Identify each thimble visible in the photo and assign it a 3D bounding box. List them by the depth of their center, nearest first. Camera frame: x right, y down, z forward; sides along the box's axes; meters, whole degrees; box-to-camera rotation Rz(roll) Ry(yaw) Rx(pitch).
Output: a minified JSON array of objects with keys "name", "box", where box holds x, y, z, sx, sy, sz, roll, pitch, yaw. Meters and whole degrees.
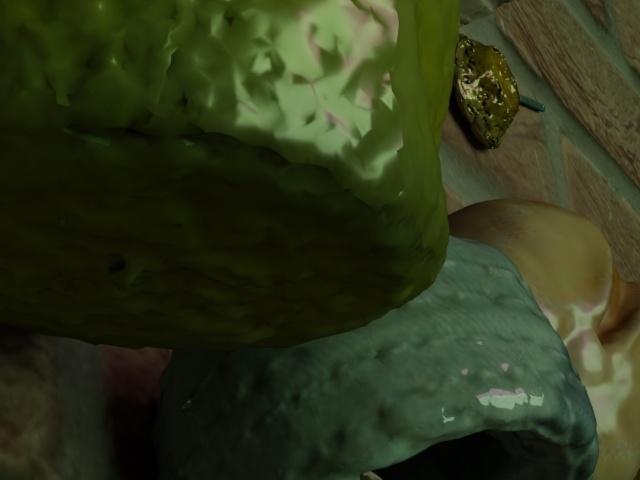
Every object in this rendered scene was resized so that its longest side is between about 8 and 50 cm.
[{"name":"thimble","box":[0.024,0.103,0.971,0.205,0.250,0.172,80,-13,-52]}]

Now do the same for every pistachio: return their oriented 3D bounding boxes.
[{"name":"pistachio","box":[0.137,0.090,1.213,0.309,0.230,0.230,-118,-175,-79]}]

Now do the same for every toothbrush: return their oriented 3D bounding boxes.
[{"name":"toothbrush","box":[0.226,-0.162,1.880,0.167,0.014,0.011,10,55,-64]}]

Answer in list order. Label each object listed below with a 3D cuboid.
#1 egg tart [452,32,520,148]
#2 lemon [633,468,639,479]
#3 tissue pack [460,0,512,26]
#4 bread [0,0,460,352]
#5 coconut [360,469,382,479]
[{"name":"egg tart","box":[0.169,-0.154,1.707,0.130,0.052,0.130,51,29,-44]},{"name":"lemon","box":[0.319,0.293,1.345,0.350,0.350,0.387,-20,107,-66]},{"name":"tissue pack","box":[0.062,-0.408,1.463,0.380,0.207,0.297,47,35,-43]},{"name":"bread","box":[-0.076,-0.114,0.802,0.348,0.348,0.307,30,51,-57]},{"name":"coconut","box":[0.085,0.319,0.781,0.404,0.405,0.404,46,34,-45]}]
